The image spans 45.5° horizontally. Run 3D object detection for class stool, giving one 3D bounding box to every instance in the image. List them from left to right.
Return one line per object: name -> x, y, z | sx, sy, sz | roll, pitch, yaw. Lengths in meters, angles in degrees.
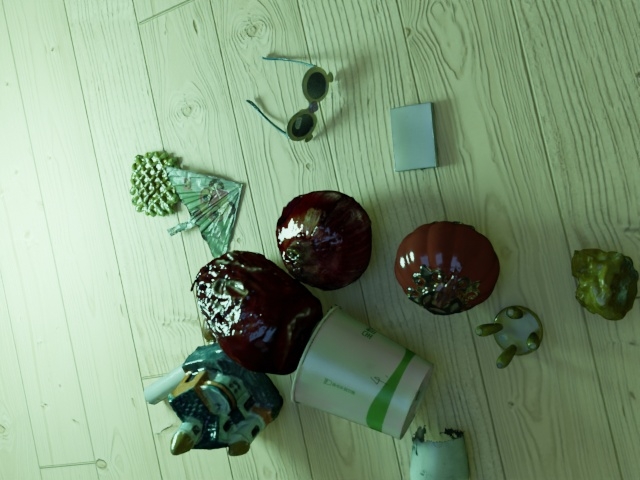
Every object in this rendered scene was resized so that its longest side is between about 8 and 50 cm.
stool -> 0.410, 0.201, 1.636 | 0.134, 0.110, 0.135 | 14, 101, 26

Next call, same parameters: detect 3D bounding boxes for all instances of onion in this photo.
onion -> 0.000, 0.000, 1.780 | 0.252, 0.219, 0.252 | 8, 105, 34

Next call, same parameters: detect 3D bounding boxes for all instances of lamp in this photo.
lamp -> 0.269, 0.064, 1.642 | 0.227, 0.227, 0.226 | 2, 95, 28

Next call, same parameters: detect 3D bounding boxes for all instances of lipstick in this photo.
lipstick -> -0.382, 0.374, 2.101 | 0.264, 0.059, 0.059 | -34, 78, 26

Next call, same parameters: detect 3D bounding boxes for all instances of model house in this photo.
model house -> -0.263, 0.430, 1.885 | 0.184, 0.291, 0.253 | -16, 112, 36

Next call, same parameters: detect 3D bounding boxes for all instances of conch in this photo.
conch -> -0.271, 0.208, 2.013 | 0.086, 0.080, 0.232 | 17, 105, 47

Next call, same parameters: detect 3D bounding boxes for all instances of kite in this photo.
kite -> -0.310, -0.083, 2.044 | 0.268, 0.013, 0.323 | -34, 85, 21

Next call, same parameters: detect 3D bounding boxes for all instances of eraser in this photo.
eraser -> 0.215, -0.236, 1.757 | 0.104, 0.023, 0.150 | -5, 91, 28

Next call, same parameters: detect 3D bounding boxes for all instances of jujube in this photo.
jujube -> -0.152, 0.164, 1.838 | 0.377, 0.258, 0.258 | 45, 113, 38

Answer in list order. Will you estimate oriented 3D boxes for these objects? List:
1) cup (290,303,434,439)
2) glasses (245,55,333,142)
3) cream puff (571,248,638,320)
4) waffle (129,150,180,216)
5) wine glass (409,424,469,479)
cup -> 0.103, 0.310, 1.747 | 0.274, 0.253, 0.253 | 22, 104, 16
glasses -> -0.098, -0.361, 1.878 | 0.221, 0.088, 0.189 | 27, 106, 24
cream puff -> 0.564, 0.085, 1.542 | 0.116, 0.146, 0.146 | 16, 102, 47
waffle -> -0.459, -0.156, 2.115 | 0.169, 0.036, 0.183 | 5, 97, 26
wine glass -> 0.269, 0.584, 1.723 | 0.143, 0.143, 0.321 | 3, 95, 28
